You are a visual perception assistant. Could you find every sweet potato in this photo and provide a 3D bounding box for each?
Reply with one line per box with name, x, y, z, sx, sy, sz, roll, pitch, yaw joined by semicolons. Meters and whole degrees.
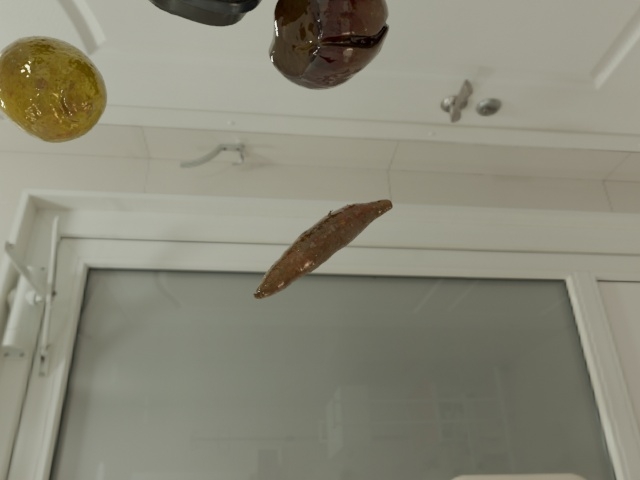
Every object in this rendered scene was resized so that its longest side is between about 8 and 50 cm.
sweet potato;0.000;0.000;0.895;0.066;0.314;0.072;0;118;53

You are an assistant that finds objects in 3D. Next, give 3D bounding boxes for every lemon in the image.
lemon;-0.454;-0.253;0.897;0.207;0.170;0.170;42;142;32

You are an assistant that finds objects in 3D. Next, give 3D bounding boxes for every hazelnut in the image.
hazelnut;0.015;-0.404;1.023;0.233;0.217;0.218;-22;63;53

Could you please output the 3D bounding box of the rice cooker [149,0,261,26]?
rice cooker;-0.201;-0.536;0.946;0.224;0.266;0.267;119;155;-51
